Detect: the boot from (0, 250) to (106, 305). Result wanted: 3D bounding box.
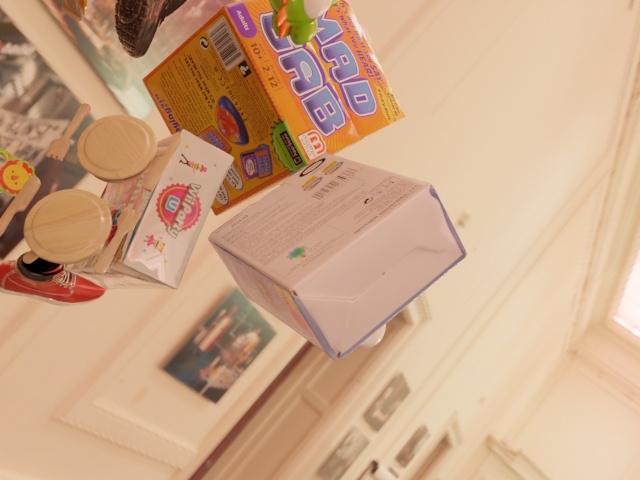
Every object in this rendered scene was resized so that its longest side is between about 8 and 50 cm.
[{"bbox_3d":[-0.520,0.074,1.607,0.244,0.088,0.176,11,-21,-42],"label":"boot"}]

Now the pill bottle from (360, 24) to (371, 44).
[{"bbox_3d":[0.038,-0.457,2.011,0.124,0.124,0.221,42,-32,-6],"label":"pill bottle"}]

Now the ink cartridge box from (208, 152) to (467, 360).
[{"bbox_3d":[0.000,0.000,1.275,0.395,0.270,0.151,28,-30,57],"label":"ink cartridge box"}]

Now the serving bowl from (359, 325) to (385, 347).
[{"bbox_3d":[0.086,0.146,1.377,0.027,0.083,0.083,-14,-52,47],"label":"serving bowl"}]

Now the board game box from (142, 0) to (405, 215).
[{"bbox_3d":[-0.105,-0.323,1.779,0.356,0.356,0.356,-22,-83,47],"label":"board game box"}]

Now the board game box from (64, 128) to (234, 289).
[{"bbox_3d":[-0.280,-0.038,1.255,0.097,0.224,0.303,30,-19,-28],"label":"board game box"}]

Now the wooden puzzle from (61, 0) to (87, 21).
[{"bbox_3d":[-0.400,-0.396,1.263,0.116,0.014,0.078,41,-43,32],"label":"wooden puzzle"}]

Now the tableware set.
[{"bbox_3d":[-0.239,-0.052,0.839,0.128,0.194,0.039,19,-30,8],"label":"tableware set"}]

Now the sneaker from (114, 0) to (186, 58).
[{"bbox_3d":[-0.277,-0.457,1.415,0.130,0.286,0.109,0,36,-46],"label":"sneaker"}]

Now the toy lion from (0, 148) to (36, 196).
[{"bbox_3d":[-0.584,-0.126,1.462,0.034,0.096,0.100,-17,-84,60],"label":"toy lion"}]

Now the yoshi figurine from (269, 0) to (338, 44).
[{"bbox_3d":[-0.008,-0.502,1.312,0.203,0.203,0.362,60,-26,24],"label":"yoshi figurine"}]
